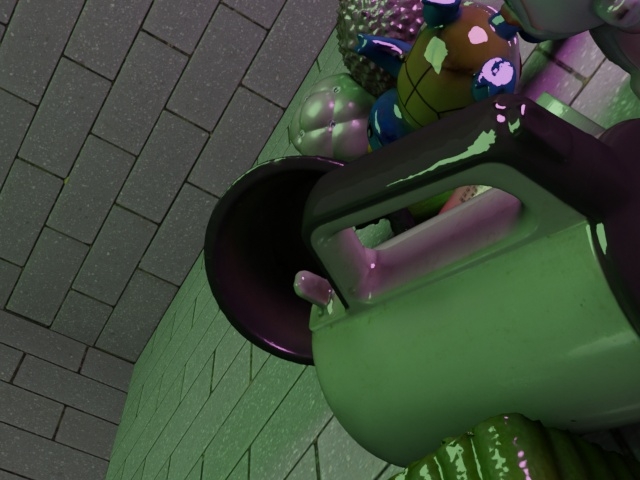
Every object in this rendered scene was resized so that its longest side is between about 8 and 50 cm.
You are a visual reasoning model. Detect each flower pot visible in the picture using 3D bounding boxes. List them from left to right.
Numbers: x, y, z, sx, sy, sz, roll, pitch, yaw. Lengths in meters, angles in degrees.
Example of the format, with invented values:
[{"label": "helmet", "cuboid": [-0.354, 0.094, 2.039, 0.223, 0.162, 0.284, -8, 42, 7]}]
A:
[{"label": "flower pot", "cuboid": [0.000, 0.000, 1.294, 0.379, 0.379, 0.251, -55, 2, 25]}, {"label": "flower pot", "cuboid": [0.059, -0.248, 1.597, 0.195, 0.246, 0.246, -52, 19, 18]}]

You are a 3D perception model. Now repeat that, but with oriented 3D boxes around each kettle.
[{"label": "kettle", "cuboid": [0.147, 0.039, 0.650, 0.377, 0.361, 0.250, -34, 29, 53]}]

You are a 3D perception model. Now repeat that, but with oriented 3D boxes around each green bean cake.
[{"label": "green bean cake", "cuboid": [0.163, 0.241, 0.587, 0.200, 0.214, 0.113, -50, 28, 36]}]

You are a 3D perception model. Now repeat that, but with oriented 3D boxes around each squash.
[{"label": "squash", "cuboid": [0.210, -0.069, 1.166, 0.229, 0.066, 0.066, -30, 37, 62]}]

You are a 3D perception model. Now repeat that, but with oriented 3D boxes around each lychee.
[{"label": "lychee", "cuboid": [0.168, -0.417, 1.435, 0.300, 0.300, 0.300, -54, 19, 28]}]

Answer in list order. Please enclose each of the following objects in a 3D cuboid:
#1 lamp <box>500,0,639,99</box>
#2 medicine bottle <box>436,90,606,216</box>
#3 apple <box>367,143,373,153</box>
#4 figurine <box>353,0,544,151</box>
[{"label": "lamp", "cuboid": [0.325, -0.299, 0.762, 0.247, 0.301, 0.247, -49, 21, 38]}, {"label": "medicine bottle", "cuboid": [0.248, -0.055, 0.905, 0.247, 0.147, 0.147, -58, 18, 17]}, {"label": "apple", "cuboid": [0.150, -0.191, 1.461, 0.099, 0.102, 0.114, 2, 68, 66]}, {"label": "figurine", "cuboid": [0.206, -0.270, 1.149, 0.416, 0.297, 0.243, -41, -12, 31]}]
